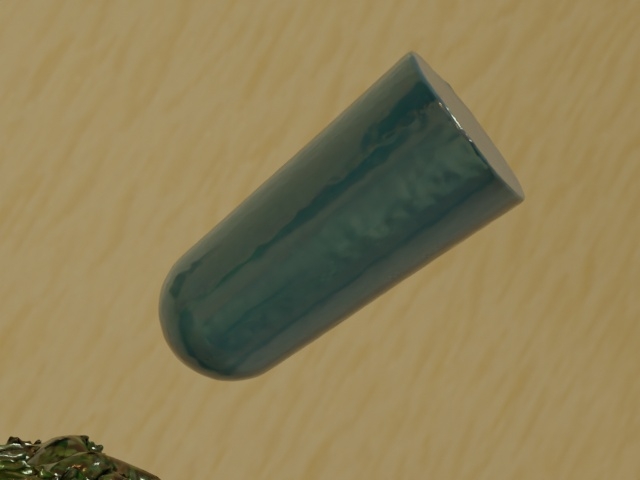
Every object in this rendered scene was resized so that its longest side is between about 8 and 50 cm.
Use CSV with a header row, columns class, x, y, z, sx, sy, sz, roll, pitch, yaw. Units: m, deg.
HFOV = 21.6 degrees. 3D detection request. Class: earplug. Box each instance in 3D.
class,x,y,z,sx,sy,sz,roll,pitch,yaw
earplug,0.000,0.000,1.201,0.132,0.273,0.132,49,12,-14

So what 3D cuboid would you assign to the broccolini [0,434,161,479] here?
class,x,y,z,sx,sy,sz,roll,pitch,yaw
broccolini,-0.172,0.070,0.516,0.254,0.071,0.058,9,43,-18
